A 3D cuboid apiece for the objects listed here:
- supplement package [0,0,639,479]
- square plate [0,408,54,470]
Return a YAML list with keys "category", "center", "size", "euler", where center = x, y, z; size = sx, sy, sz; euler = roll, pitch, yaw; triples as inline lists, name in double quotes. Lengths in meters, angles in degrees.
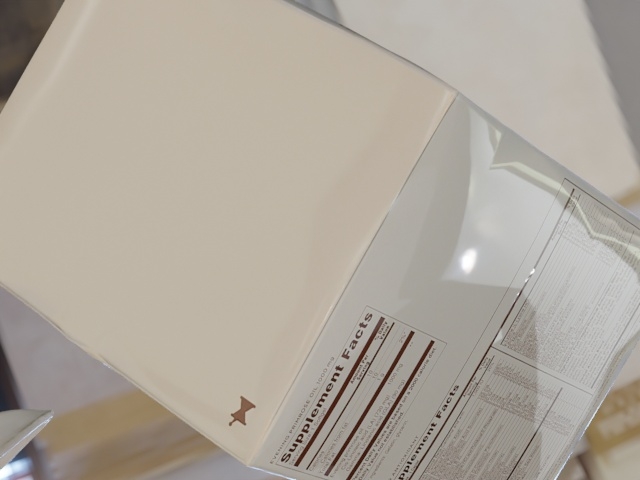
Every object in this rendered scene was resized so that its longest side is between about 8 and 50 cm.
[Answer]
- category: "supplement package"
  center: [0.000, 0.000, 0.747]
  size: [0.203, 0.194, 0.149]
  euler: [26, 94, -54]
- category: "square plate"
  center: [-0.363, 0.251, 1.217]
  size: [0.344, 0.049, 0.347]
  euler: [-42, 178, 19]
